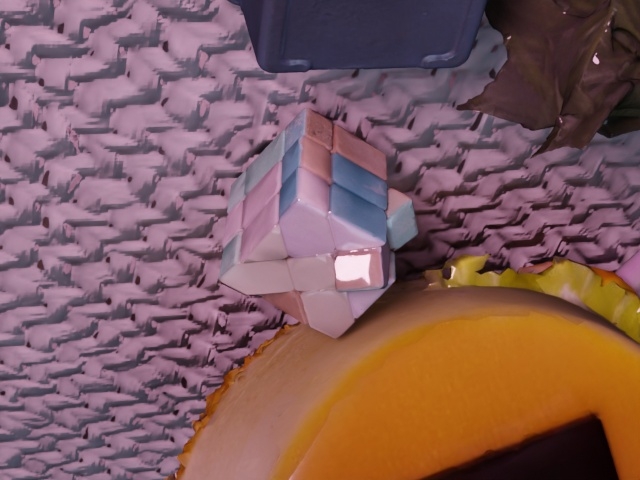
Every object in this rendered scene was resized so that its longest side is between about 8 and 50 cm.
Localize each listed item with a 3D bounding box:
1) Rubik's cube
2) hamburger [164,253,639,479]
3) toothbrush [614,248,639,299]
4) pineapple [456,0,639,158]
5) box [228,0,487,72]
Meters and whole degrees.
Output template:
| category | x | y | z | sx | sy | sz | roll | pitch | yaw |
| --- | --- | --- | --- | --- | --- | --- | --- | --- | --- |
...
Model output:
| category | x | y | z | sx | sy | sz | roll | pitch | yaw |
| --- | --- | --- | --- | --- | --- | --- | --- | --- | --- |
| Rubik's cube | 0.001 | -0.003 | 0.642 | 0.073 | 0.075 | 0.084 | 26 | 146 | -21 |
| hamburger | 0.068 | 0.151 | 0.707 | 0.294 | 0.276 | 0.179 | -22 | -176 | -15 |
| toothbrush | 0.104 | 0.087 | 0.848 | 0.025 | 0.020 | 0.286 | 4 | 143 | -36 |
| pineapple | 0.185 | -0.050 | 0.608 | 0.277 | 0.119 | 0.130 | 19 | 153 | -35 |
| box | 0.015 | -0.098 | 0.535 | 0.099 | 0.054 | 0.074 | -4 | 142 | -12 |
